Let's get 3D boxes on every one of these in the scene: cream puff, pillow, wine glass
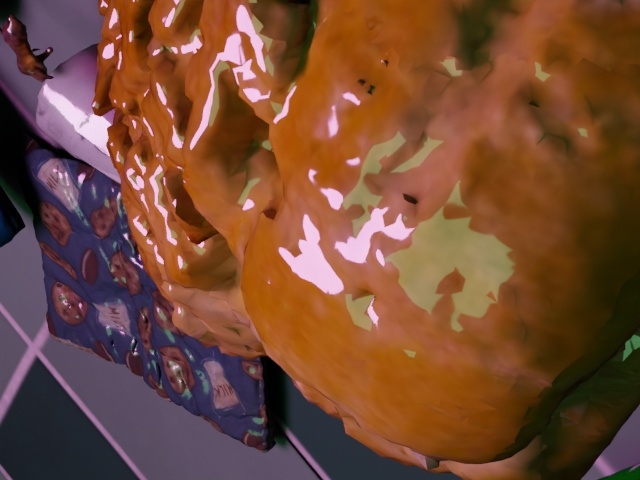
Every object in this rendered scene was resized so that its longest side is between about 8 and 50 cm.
[{"bbox_3d":[0.046,-0.072,0.495,0.231,0.343,0.327,33,121,8],"label":"cream puff"},{"bbox_3d":[-0.129,0.037,1.056,0.255,0.034,0.189,26,134,37],"label":"pillow"},{"bbox_3d":[-0.102,-0.052,0.917,0.155,0.073,0.073,40,143,15],"label":"wine glass"}]

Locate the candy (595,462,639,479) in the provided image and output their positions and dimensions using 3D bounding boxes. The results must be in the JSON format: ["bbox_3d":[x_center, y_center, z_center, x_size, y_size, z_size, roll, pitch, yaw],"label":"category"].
[{"bbox_3d":[0.208,0.142,0.707,0.141,0.078,0.203,46,150,12],"label":"candy"}]

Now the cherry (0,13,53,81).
[{"bbox_3d":[-0.241,-0.169,0.954,0.225,0.090,0.107,21,121,46],"label":"cherry"}]

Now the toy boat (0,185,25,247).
[{"bbox_3d":[-0.336,-0.109,1.078,0.299,0.092,0.134,57,169,1],"label":"toy boat"}]
